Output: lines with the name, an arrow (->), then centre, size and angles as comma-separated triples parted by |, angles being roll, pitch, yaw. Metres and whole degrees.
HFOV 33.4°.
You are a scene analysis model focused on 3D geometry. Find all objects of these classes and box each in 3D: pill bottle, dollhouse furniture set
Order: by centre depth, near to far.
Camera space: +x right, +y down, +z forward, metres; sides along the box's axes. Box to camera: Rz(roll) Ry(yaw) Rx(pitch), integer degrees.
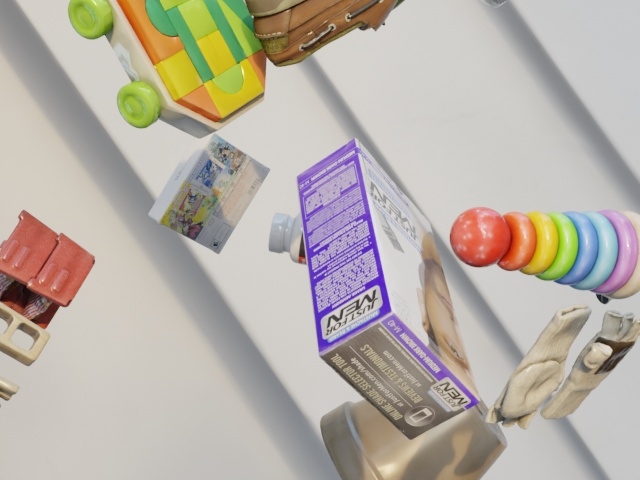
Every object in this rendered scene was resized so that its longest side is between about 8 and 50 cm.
dollhouse furniture set -> -0.552, 0.156, 1.816 | 0.201, 0.152, 0.374 | -35, 25, 57
pill bottle -> 0.000, 0.000, 2.094 | 0.108, 0.193, 0.108 | 10, -90, -84

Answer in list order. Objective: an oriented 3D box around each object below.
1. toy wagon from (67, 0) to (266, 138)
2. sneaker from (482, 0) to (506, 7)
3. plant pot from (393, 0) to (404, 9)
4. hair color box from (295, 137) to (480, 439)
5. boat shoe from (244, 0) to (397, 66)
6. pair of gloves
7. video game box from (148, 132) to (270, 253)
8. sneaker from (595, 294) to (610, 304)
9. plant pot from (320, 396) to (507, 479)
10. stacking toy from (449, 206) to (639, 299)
toy wagon -> -0.196, -0.302, 1.337 | 0.068, 0.344, 0.267 | -17, 16, 39
sneaker -> 0.239, -0.496, 1.811 | 0.366, 0.150, 0.135 | -4, -54, -62
plant pot -> -0.010, -0.509, 1.594 | 0.366, 0.353, 0.366 | -28, -36, -22
hair color box -> 0.074, 0.049, 1.288 | 0.110, 0.185, 0.339 | -31, 36, 19
boat shoe -> 0.045, -0.324, 1.391 | 0.307, 0.104, 0.110 | -27, 26, -17
pair of gloves -> 0.332, 0.174, 1.426 | 0.240, 0.042, 0.204 | 5, -56, -47
video game box -> -0.216, -0.095, 2.093 | 0.187, 0.048, 0.205 | 32, -91, -52
sneaker -> 0.487, 0.056, 1.767 | 0.043, 0.040, 0.109 | -18, -43, -23
plant pot -> 0.203, 0.407, 2.111 | 0.280, 0.323, 0.323 | -36, -2, 9
stacking toy -> 0.339, 0.004, 1.608 | 0.330, 0.141, 0.141 | 8, -24, -26
